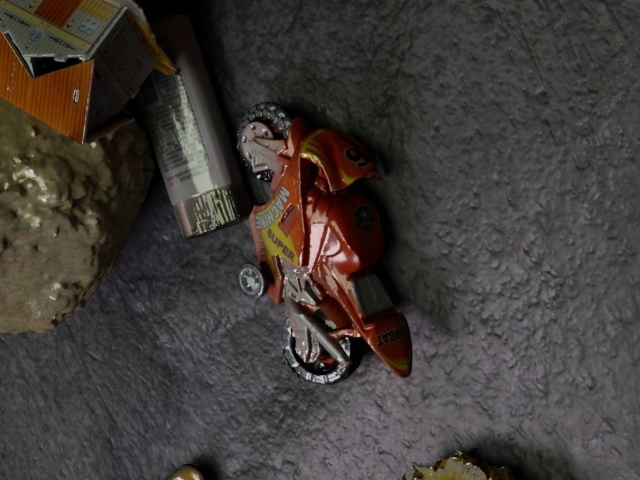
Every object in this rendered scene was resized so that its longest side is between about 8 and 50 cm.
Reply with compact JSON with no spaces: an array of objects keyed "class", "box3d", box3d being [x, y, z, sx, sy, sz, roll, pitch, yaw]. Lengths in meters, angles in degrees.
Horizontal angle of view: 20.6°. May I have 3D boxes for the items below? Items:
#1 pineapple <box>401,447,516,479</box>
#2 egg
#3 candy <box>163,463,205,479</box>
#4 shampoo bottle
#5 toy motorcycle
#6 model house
[{"class":"pineapple","box3d":[0.134,0.308,1.718,0.221,0.047,0.221,-13,71,43]},{"class":"egg","box3d":[-0.323,-0.043,1.878,0.279,0.279,0.310,45,107,20]},{"class":"candy","box3d":[-0.214,0.360,1.994,0.271,0.101,0.143,-28,78,30]},{"class":"shampoo bottle","box3d":[-0.142,-0.119,1.858,0.086,0.056,0.227,-20,88,35]},{"class":"toy motorcycle","box3d":[-0.001,0.000,1.762,0.171,0.089,0.298,-13,93,36]},{"class":"model house","box3d":[-0.278,-0.197,1.754,0.219,0.207,0.136,28,76,23]}]
